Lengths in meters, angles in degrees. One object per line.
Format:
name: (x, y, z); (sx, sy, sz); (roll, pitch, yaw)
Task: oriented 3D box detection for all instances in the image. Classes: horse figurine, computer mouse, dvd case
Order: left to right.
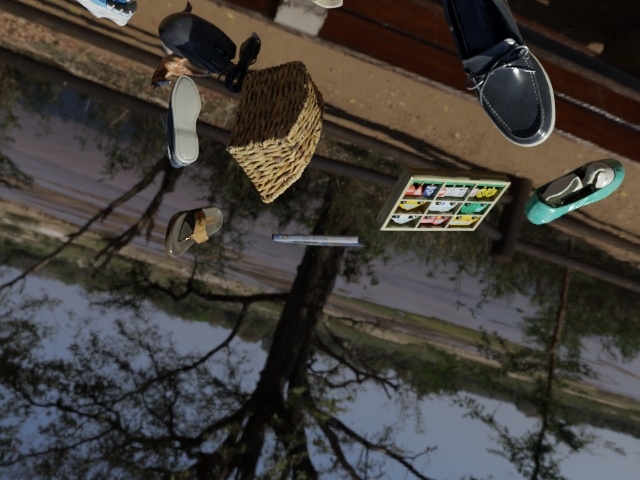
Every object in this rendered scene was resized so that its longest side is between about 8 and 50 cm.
horse figurine: (-0.419, -0.579, 1.611); (0.174, 0.263, 0.066); (-7, 169, 6)
computer mouse: (-0.305, -0.540, 1.456); (0.272, 0.188, 0.072); (25, 164, -11)
dvd case: (0.000, 0.000, 1.599); (0.253, 0.022, 0.180); (1, 177, 11)

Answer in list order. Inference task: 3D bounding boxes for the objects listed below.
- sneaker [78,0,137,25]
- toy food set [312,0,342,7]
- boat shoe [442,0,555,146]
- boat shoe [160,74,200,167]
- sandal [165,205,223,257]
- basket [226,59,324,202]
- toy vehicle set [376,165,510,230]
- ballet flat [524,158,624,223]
sneaker: (-0.483, -0.507, 1.110); (0.191, 0.071, 0.083); (28, 153, -24)
toy food set: (-0.031, -0.858, 1.605); (0.092, 0.219, 0.306); (-6, 176, 35)
boat shoe: (0.449, -0.466, 1.380); (0.187, 0.500, 0.156); (-18, -168, 39)
boat shoe: (-0.378, -0.323, 1.461); (0.095, 0.254, 0.079); (2, 168, -44)
sandal: (-0.264, -0.024, 1.171); (0.060, 0.090, 0.219); (5, -165, 21)
basket: (-0.082, -0.284, 1.397); (0.213, 0.299, 0.223); (-9, 142, 20)
toy vehicle set: (0.278, -0.090, 1.222); (0.267, 0.035, 0.166); (0, 140, -23)
ballet flat: (0.544, -0.115, 1.123); (0.083, 0.247, 0.087); (59, 173, 26)
